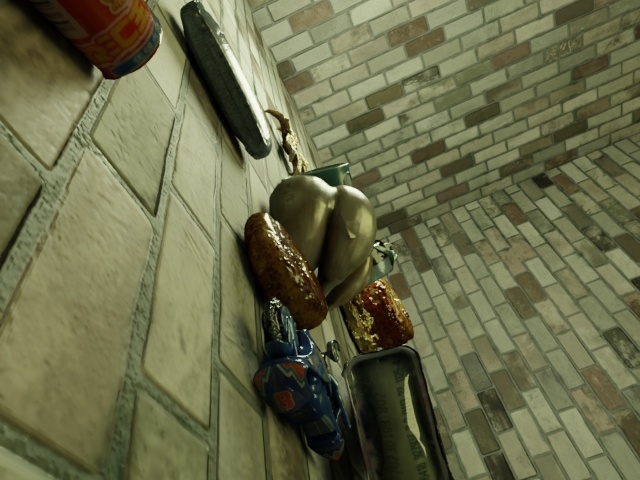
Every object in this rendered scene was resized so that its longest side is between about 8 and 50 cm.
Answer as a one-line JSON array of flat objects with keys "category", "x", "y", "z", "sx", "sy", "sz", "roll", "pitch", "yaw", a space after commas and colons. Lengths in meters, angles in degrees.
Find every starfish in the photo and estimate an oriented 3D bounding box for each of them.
[{"category": "starfish", "x": -0.092, "y": -0.287, "z": 1.452, "sx": 0.238, "sy": 0.071, "sz": 0.215, "roll": -114, "pitch": -177, "yaw": -59}]

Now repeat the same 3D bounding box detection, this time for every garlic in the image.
[{"category": "garlic", "x": 0.000, "y": 0.000, "z": 0.938, "sx": 0.292, "sy": 0.210, "sz": 0.237, "roll": -90, "pitch": -171, "yaw": -55}]

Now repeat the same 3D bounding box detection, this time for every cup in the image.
[{"category": "cup", "x": 0.008, "y": -0.083, "z": 1.166, "sx": 0.300, "sy": 0.168, "sz": 0.173, "roll": -31, "pitch": 109, "yaw": -57}]

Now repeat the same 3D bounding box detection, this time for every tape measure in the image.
[{"category": "tape measure", "x": 0.094, "y": 0.068, "z": 1.242, "sx": 0.182, "sy": 0.181, "sz": 0.107, "roll": -15, "pitch": -77, "yaw": 59}]

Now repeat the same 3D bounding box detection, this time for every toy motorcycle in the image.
[{"category": "toy motorcycle", "x": -0.019, "y": 0.158, "z": 0.549, "sx": 0.114, "sy": 0.076, "sz": 0.205, "roll": -91, "pitch": 161, "yaw": -49}]

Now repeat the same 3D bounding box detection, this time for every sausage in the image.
[{"category": "sausage", "x": -0.209, "y": -0.224, "z": 0.323, "sx": 0.274, "sy": 0.074, "sz": 0.074, "roll": 52, "pitch": 16, "yaw": -62}]

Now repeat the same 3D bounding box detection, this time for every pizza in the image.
[{"category": "pizza", "x": 0.108, "y": 0.219, "z": 1.322, "sx": 0.147, "sy": 0.069, "sz": 0.226, "roll": 55, "pitch": 13, "yaw": -68}]

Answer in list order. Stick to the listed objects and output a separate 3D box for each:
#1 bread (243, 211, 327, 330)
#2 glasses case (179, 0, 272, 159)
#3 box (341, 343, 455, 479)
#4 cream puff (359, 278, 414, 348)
[{"category": "bread", "x": -0.051, "y": 0.047, "z": 0.702, "sx": 0.193, "sy": 0.064, "sz": 0.193, "roll": 60, "pitch": 5, "yaw": -9}, {"category": "glasses case", "x": -0.160, "y": -0.273, "z": 0.858, "sx": 0.109, "sy": 0.067, "sz": 0.282, "roll": -102, "pitch": 169, "yaw": -67}, {"category": "box", "x": 0.105, "y": 0.267, "z": 0.752, "sx": 0.369, "sy": 0.112, "sz": 0.190, "roll": 67, "pitch": 8, "yaw": -73}, {"category": "cream puff", "x": 0.184, "y": 0.228, "z": 1.495, "sx": 0.240, "sy": 0.164, "sz": 0.240, "roll": 50, "pitch": 11, "yaw": -13}]
